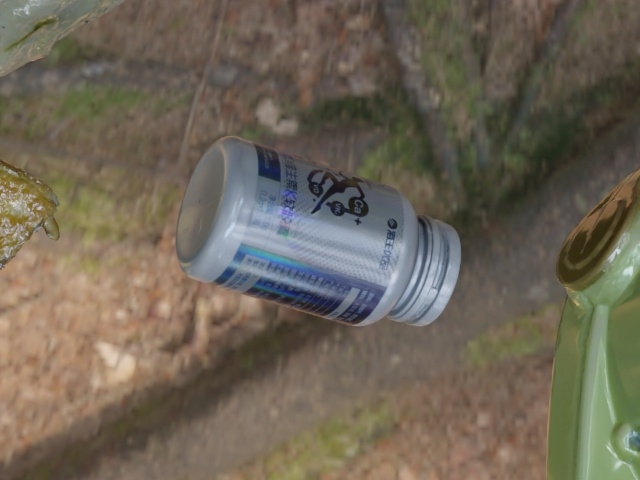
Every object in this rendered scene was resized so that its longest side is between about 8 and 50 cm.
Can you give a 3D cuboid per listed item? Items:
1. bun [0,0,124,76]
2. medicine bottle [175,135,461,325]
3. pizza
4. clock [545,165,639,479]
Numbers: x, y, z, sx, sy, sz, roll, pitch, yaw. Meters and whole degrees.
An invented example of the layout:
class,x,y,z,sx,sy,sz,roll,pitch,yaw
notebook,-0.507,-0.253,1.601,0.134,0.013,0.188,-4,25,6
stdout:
class,x,y,z,sx,sy,sz,roll,pitch,yaw
bun,-0.229,-0.272,1.233,0.362,0.234,0.326,-43,105,-18
medicine bottle,0.000,0.000,1.402,0.191,0.107,0.107,17,124,-22
pizza,-0.299,0.024,1.457,0.188,0.062,0.199,14,81,-15
clock,0.212,0.049,0.823,0.235,0.308,0.096,6,164,-21
